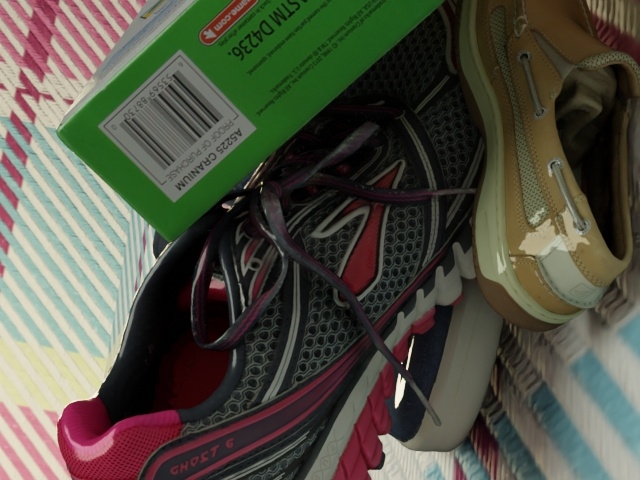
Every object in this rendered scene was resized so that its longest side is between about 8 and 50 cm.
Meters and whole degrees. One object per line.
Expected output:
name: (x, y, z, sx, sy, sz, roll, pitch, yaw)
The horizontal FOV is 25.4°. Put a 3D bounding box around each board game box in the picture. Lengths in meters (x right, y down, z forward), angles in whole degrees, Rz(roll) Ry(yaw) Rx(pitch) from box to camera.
board game box: (0.012, -0.149, 0.655, 0.242, 0.064, 0.316, -40, 14, 16)

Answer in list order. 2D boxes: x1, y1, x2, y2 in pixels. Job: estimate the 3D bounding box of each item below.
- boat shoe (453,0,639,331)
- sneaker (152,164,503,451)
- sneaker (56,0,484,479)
boat shoe: (0.103, -0.059, 0.583, 0.072, 0.068, 0.190, -36, 48, 47)
sneaker: (-0.013, 0.010, 0.773, 0.350, 0.148, 0.131, -135, 59, -71)
sneaker: (0.000, 0.000, 0.601, 0.121, 0.112, 0.299, 0, 55, 40)
